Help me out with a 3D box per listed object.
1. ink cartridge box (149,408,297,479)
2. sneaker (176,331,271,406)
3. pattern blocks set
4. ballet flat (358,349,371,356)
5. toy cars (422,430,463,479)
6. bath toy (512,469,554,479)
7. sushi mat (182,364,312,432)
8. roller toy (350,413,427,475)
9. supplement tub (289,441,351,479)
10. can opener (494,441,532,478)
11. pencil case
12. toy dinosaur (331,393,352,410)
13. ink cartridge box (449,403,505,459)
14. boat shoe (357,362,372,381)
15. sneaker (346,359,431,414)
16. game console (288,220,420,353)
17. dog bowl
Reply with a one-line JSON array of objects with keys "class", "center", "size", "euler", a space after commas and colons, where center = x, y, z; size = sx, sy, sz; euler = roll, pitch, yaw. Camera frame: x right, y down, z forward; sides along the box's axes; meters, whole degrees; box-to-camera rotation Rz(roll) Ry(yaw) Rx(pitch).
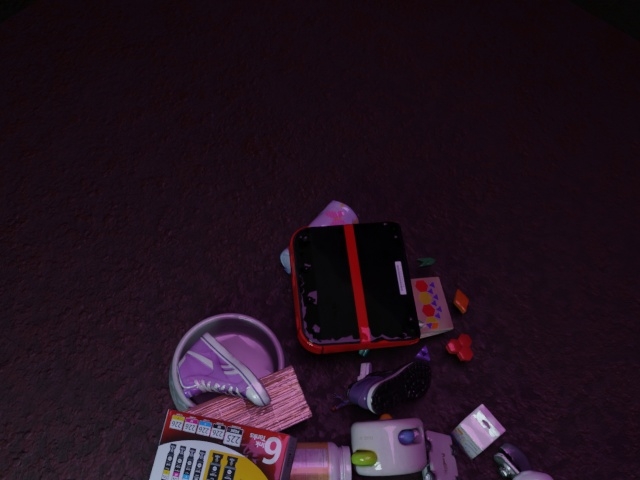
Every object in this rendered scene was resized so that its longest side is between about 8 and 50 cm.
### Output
[{"class": "ink cartridge box", "center": [-0.238, 0.573, 1.619], "size": [0.309, 0.130, 0.272], "euler": [8, 72, 10]}, {"class": "sneaker", "center": [-0.260, 0.375, 1.752], "size": [0.282, 0.102, 0.161], "euler": [31, 66, 36]}, {"class": "pattern blocks set", "center": [0.305, 0.198, 1.985], "size": [0.285, 0.026, 0.325], "euler": [4, 62, -15]}, {"class": "ballet flat", "center": [0.176, 0.241, 1.992], "size": [0.247, 0.083, 0.087], "euler": [-37, 70, -28]}, {"class": "toy cars", "center": [0.373, 0.681, 1.756], "size": [0.176, 0.087, 0.394], "euler": [-17, 57, -45]}, {"class": "bath toy", "center": [0.569, 0.730, 1.669], "size": [0.151, 0.129, 0.348], "euler": [-26, 81, 13]}, {"class": "sushi mat", "center": [-0.191, 0.454, 1.769], "size": [0.316, 0.019, 0.151], "euler": [-21, 70, -13]}, {"class": "roller toy", "center": [0.176, 0.525, 1.757], "size": [0.191, 0.209, 0.146], "euler": [-5, 76, 5]}, {"class": "supplement tub", "center": [-0.025, 0.594, 1.745], "size": [0.199, 0.144, 0.144], "euler": [1, 61, -4]}, {"class": "can opener", "center": [0.578, 0.660, 1.789], "size": [0.095, 0.076, 0.283], "euler": [-38, 71, -21]}, {"class": "pencil case", "center": [0.000, 0.000, 2.095], "size": [0.124, 0.113, 0.273], "euler": [43, 66, -2]}, {"class": "toy dinosaur", "center": [0.073, 0.454, 1.891], "size": [0.090, 0.047, 0.082], "euler": [38, 83, 5]}, {"class": "ink cartridge box", "center": [0.421, 0.514, 1.820], "size": [0.090, 0.143, 0.092], "euler": [-34, 68, -20]}, {"class": "boat shoe", "center": [0.123, 0.397, 1.932], "size": [0.035, 0.035, 0.100], "euler": [-5, 62, 25]}, {"class": "sneaker", "center": [0.190, 0.387, 1.874], "size": [0.283, 0.124, 0.107], "euler": [-7, 98, -44]}, {"class": "game console", "center": [0.090, 0.126, 1.943], "size": [0.342, 0.060, 0.387], "euler": [-3, 64, -8]}, {"class": "dog bowl", "center": [-0.254, 0.360, 1.885], "size": [0.348, 0.102, 0.349], "euler": [2, 60, -3]}]
